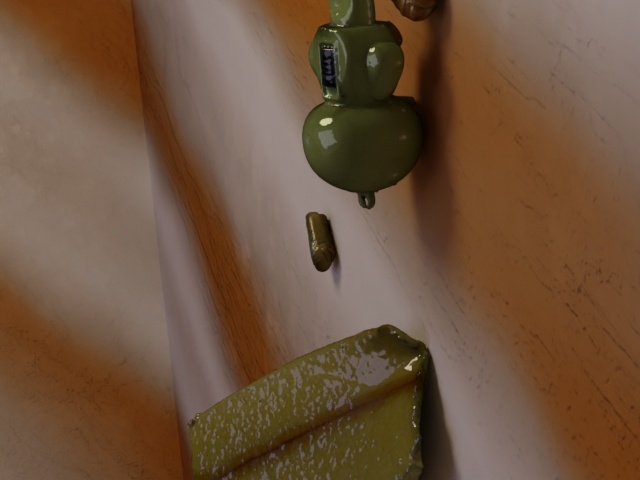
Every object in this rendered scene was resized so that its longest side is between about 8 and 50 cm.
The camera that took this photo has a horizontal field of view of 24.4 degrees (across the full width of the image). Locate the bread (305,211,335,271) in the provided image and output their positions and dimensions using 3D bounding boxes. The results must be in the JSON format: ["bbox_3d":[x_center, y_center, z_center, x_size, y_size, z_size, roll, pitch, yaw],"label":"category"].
[{"bbox_3d":[0.000,0.000,2.001,0.049,0.033,0.088,83,178,-54],"label":"bread"}]

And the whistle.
[{"bbox_3d":[0.052,-0.180,1.599,0.141,0.141,0.294,-148,62,-71],"label":"whistle"}]

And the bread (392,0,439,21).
[{"bbox_3d":[0.087,-0.281,1.584,0.052,0.044,0.157,-61,27,19],"label":"bread"}]

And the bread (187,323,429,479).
[{"bbox_3d":[-0.014,0.242,1.746,0.362,0.244,0.233,108,155,-62],"label":"bread"}]
